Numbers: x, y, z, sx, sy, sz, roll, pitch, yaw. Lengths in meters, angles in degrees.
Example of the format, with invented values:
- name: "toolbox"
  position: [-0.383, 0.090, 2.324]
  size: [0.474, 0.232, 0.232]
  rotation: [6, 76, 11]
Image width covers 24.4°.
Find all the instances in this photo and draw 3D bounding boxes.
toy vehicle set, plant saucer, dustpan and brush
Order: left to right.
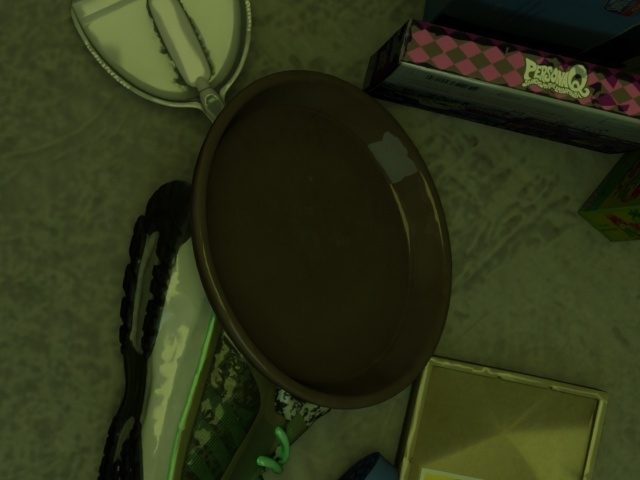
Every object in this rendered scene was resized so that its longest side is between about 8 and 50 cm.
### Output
- name: "dustpan and brush"
  position: [-0.104, -0.141, 1.242]
  size: [0.147, 0.060, 0.211]
  rotation: [-26, 92, -6]
- name: "plant saucer"
  position: [0.000, 0.000, 1.195]
  size: [0.278, 0.041, 0.278]
  rotation: [13, 69, -40]
- name: "toy vehicle set"
  position: [0.139, 0.242, 1.276]
  size: [0.166, 0.035, 0.267]
  rotation: [13, 88, -6]

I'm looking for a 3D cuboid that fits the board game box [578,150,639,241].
- name: "board game box"
  position: [0.280, -0.048, 1.221]
  size: [0.043, 0.181, 0.092]
  rotation: [40, 85, -4]

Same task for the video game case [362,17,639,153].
- name: "video game case"
  position: [0.161, -0.119, 1.196]
  size: [0.232, 0.210, 0.042]
  rotation: [13, 88, -5]

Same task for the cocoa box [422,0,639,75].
- name: "cocoa box"
  position: [0.227, -0.271, 1.135]
  size: [0.228, 0.347, 0.231]
  rotation: [11, 89, -5]

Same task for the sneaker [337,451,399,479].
- name: "sneaker"
  position: [0.011, 0.291, 1.245]
  size: [0.090, 0.081, 0.232]
  rotation: [34, 93, -7]

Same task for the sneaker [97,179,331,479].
- name: "sneaker"
  position: [-0.075, 0.164, 1.211]
  size: [0.182, 0.158, 0.410]
  rotation: [8, 93, -20]
